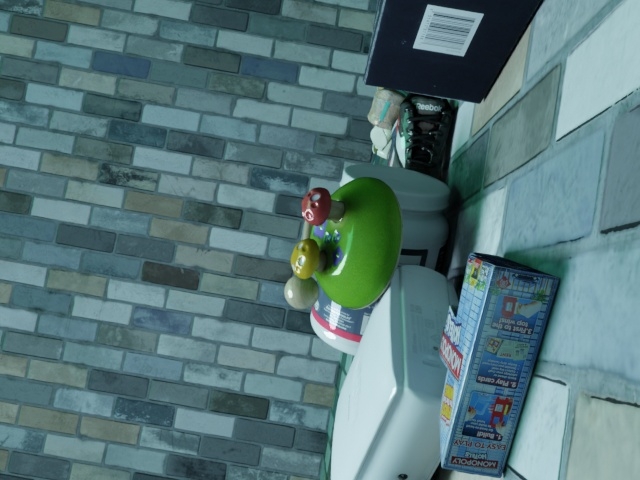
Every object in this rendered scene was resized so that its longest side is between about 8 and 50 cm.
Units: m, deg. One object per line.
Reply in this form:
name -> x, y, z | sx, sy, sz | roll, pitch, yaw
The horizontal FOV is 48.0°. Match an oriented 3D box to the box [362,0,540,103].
box -> 0.180, -0.401, 0.913 | 0.343, 0.178, 0.313 | 103, 176, -73

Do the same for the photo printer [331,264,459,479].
photo printer -> 0.093, 0.223, 0.958 | 0.256, 0.107, 0.308 | -83, 9, -55

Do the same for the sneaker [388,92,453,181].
sneaker -> 0.176, -0.173, 1.259 | 0.135, 0.097, 0.276 | 94, -174, -56

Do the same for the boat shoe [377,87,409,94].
boat shoe -> 0.195, -0.363, 1.599 | 0.341, 0.121, 0.110 | 103, 178, -58

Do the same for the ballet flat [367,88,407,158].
ballet flat -> 0.153, -0.244, 1.612 | 0.106, 0.107, 0.316 | -67, -17, -5

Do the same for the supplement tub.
supplement tub -> 0.095, 0.032, 1.139 | 0.191, 0.191, 0.272 | -82, 2, -71

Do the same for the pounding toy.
pounding toy -> 0.000, 0.000, 0.988 | 0.236, 0.110, 0.183 | -18, 65, 56

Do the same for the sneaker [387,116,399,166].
sneaker -> 0.169, -0.135, 1.476 | 0.226, 0.086, 0.164 | 90, -165, -58

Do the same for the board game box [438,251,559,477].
board game box -> 0.153, 0.113, 0.693 | 0.194, 0.060, 0.194 | -92, 12, -87
